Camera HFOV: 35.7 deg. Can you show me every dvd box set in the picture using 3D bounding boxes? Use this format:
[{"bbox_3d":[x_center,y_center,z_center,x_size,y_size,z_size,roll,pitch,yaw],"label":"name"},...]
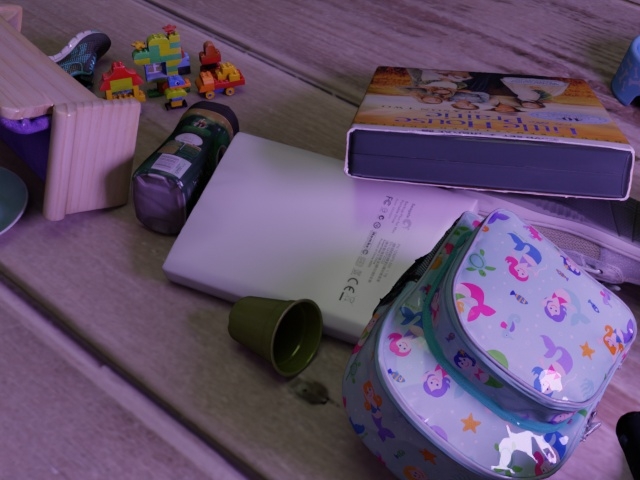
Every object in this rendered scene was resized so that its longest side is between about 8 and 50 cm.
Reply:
[{"bbox_3d":[0.201,-0.148,1.241,0.307,0.062,0.420,5,20,7],"label":"dvd box set"}]

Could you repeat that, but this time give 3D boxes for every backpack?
[{"bbox_3d":[0.153,0.114,0.921,0.225,0.191,0.253,41,56,4],"label":"backpack"}]

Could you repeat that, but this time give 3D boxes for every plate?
[{"bbox_3d":[-0.457,-0.036,1.235,0.188,0.024,0.188,0,38,0],"label":"plate"}]

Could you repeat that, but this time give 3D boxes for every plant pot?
[{"bbox_3d":[-0.054,0.092,1.048,0.079,0.083,0.083,15,40,36],"label":"plant pot"}]

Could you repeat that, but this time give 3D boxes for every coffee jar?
[{"bbox_3d":[-0.166,-0.097,1.255,0.079,0.096,0.184,15,41,13],"label":"coffee jar"}]

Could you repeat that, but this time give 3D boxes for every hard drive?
[{"bbox_3d":[0.000,0.000,1.129,0.307,0.040,0.203,17,65,20],"label":"hard drive"}]

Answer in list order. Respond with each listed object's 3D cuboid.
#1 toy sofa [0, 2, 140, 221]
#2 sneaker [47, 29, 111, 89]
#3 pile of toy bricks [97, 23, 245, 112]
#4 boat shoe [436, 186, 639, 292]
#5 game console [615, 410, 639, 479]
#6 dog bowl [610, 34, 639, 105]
[{"bbox_3d":[-0.402,-0.176,1.280,0.177,0.150,0.362,-13,39,-41],"label":"toy sofa"},{"bbox_3d":[-0.363,-0.255,1.488,0.076,0.065,0.166,33,51,12],"label":"sneaker"},{"bbox_3d":[-0.225,-0.262,1.449,0.212,0.105,0.118,-13,41,-16],"label":"pile of toy bricks"},{"bbox_3d":[0.283,-0.003,1.155,0.320,0.103,0.118,17,31,12],"label":"boat shoe"},{"bbox_3d":[0.382,0.303,0.672,0.341,0.060,0.387,21,29,-13],"label":"game console"},{"bbox_3d":[0.545,-0.210,1.416,0.165,0.074,0.297,-14,42,-17],"label":"dog bowl"}]
